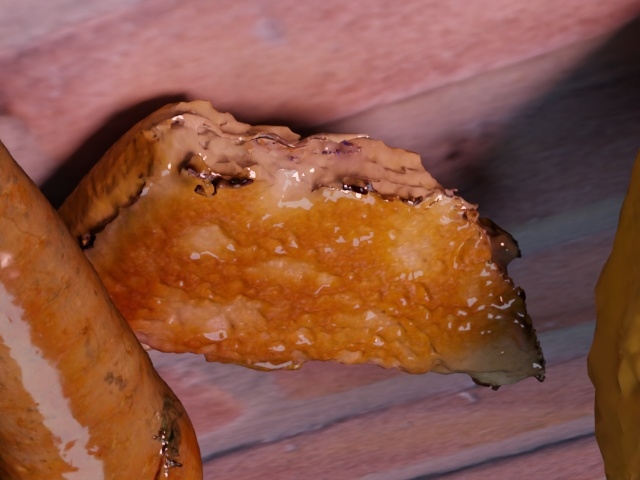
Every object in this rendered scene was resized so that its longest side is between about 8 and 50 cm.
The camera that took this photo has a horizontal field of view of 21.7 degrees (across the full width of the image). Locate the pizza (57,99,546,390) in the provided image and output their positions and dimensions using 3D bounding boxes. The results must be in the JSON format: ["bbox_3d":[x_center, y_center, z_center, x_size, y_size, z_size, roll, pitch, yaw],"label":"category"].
[{"bbox_3d":[0.000,0.000,0.666,0.226,0.069,0.147,4,143,-13],"label":"pizza"}]

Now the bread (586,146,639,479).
[{"bbox_3d":[0.296,0.038,0.586,0.348,0.348,0.308,-28,159,30],"label":"bread"}]

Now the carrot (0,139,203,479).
[{"bbox_3d":[-0.116,0.010,0.577,0.078,0.078,0.298,-16,130,9],"label":"carrot"}]
